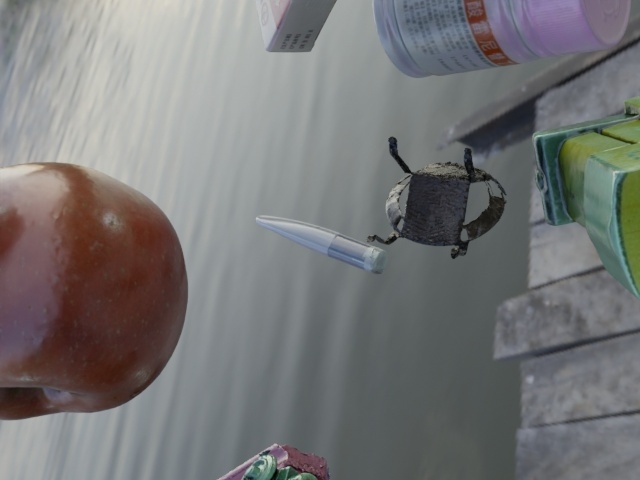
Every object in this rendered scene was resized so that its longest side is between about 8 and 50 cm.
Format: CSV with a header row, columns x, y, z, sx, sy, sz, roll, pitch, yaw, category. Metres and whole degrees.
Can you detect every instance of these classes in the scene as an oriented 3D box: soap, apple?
x,y,z,sx,sy,sz,roll,pitch,yaw,category
-0.094,0.477,1.772,0.250,0.162,0.099,-35,17,10,soap
-0.328,0.067,1.165,0.348,0.348,0.277,-40,46,50,apple

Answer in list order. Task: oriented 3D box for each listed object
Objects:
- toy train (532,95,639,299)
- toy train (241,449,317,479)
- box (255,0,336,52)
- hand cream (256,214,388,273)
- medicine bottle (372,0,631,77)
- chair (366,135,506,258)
x,y,z,sx,sy,sz,roll,pitch,yaw,category
0.366,-0.066,0.972,0.397,0.253,0.160,-92,-12,-76,toy train
-0.106,0.357,1.156,0.253,0.105,0.157,-28,28,37,toy train
-0.039,-0.415,1.076,0.214,0.069,0.353,130,133,-63,box
0.000,0.000,1.723,0.255,0.079,0.048,19,91,29,hand cream
0.253,-0.347,1.374,0.315,0.202,0.202,-2,70,38,medicine bottle
0.166,-0.058,1.375,0.213,0.174,0.149,0,-82,-68,chair
